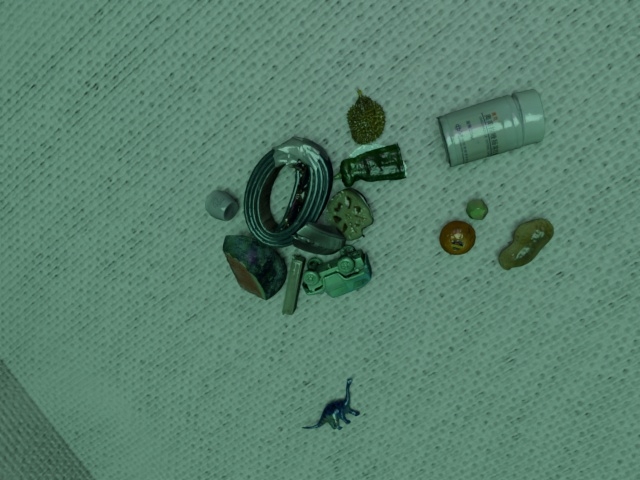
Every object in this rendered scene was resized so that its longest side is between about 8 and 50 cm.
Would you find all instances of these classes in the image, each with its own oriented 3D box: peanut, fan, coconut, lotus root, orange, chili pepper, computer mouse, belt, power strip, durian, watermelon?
[{"bbox_3d":[0.758,0.014,1.748,0.120,0.110,0.236,31,114,-19],"label":"peanut"},{"bbox_3d":[0.227,-0.306,1.822,0.240,0.009,0.131,17,104,6],"label":"fan"},{"bbox_3d":[0.587,-0.114,1.764,0.084,0.081,0.082,3,132,-6],"label":"coconut"},{"bbox_3d":[0.122,-0.104,1.852,0.183,0.078,0.203,-18,94,25],"label":"lotus root"},{"bbox_3d":[0.519,-0.012,1.778,0.136,0.117,0.135,11,125,17],"label":"orange"},{"bbox_3d":[0.178,-0.272,1.782,0.271,0.099,0.136,-12,106,7],"label":"chili pepper"},{"bbox_3d":[0.000,0.003,1.787,0.231,0.071,0.126,13,125,-31],"label":"computer mouse"},{"bbox_3d":[-0.125,-0.185,1.826,0.301,0.173,0.436,25,106,2],"label":"belt"},{"bbox_3d":[-0.111,0.187,1.951,0.052,0.078,0.271,12,103,7],"label":"power strip"},{"bbox_3d":[0.168,-0.466,1.756,0.147,0.102,0.207,-8,96,18],"label":"durian"},{"bbox_3d":[-0.285,0.120,1.898,0.318,0.148,0.226,38,135,-23],"label":"watermelon"}]

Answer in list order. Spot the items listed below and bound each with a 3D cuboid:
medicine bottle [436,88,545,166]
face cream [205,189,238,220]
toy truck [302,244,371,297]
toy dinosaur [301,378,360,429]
[{"bbox_3d":[0.594,-0.392,1.646,0.333,0.190,0.189,-15,99,13],"label":"medicine bottle"},{"bbox_3d":[-0.401,-0.141,1.911,0.104,0.117,0.117,29,106,22],"label":"face cream"},{"bbox_3d":[0.062,0.131,1.872,0.279,0.155,0.156,-22,105,14],"label":"toy truck"},{"bbox_3d":[0.073,0.757,2.042,0.144,0.076,0.329,43,103,6],"label":"toy dinosaur"}]
